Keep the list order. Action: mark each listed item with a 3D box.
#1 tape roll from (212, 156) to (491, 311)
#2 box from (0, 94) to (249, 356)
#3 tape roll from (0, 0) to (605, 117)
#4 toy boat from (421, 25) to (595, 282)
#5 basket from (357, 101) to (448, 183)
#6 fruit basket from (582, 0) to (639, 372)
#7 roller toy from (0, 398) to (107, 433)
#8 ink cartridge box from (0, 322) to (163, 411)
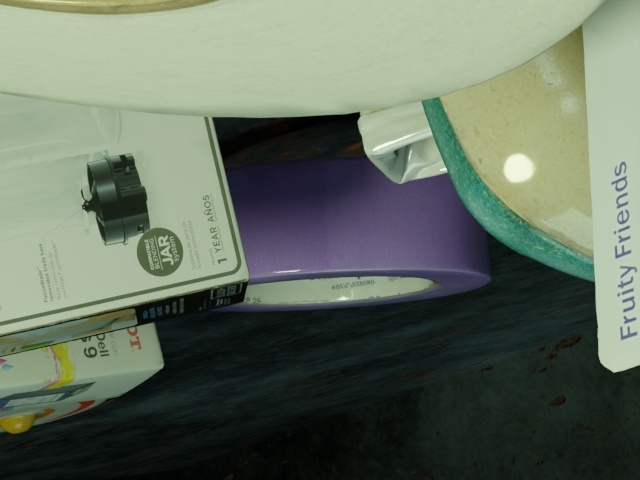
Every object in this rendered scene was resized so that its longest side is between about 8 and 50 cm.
[{"bbox_3d":[0.000,0.000,1.430,0.274,0.090,0.275,-4,171,-1],"label":"tape roll"},{"bbox_3d":[-0.202,-0.017,1.060,0.290,0.169,0.087,-13,171,-7],"label":"box"},{"bbox_3d":[-0.099,-0.139,0.478,0.392,0.072,0.392,9,163,3],"label":"tape roll"},{"bbox_3d":[0.063,-0.104,0.876,0.318,0.267,0.148,23,131,-23],"label":"toy boat"},{"bbox_3d":[0.104,-0.113,1.101,0.167,0.103,0.113,-17,168,11],"label":"basket"},{"bbox_3d":[0.175,-0.163,0.451,0.165,0.327,0.353,16,155,-37],"label":"fruit basket"},{"bbox_3d":[-0.283,0.101,1.555,0.191,0.146,0.209,-5,166,-32],"label":"roller toy"},{"bbox_3d":[-0.243,0.048,1.336,0.212,0.154,0.093,-3,163,-36],"label":"ink cartridge box"}]
